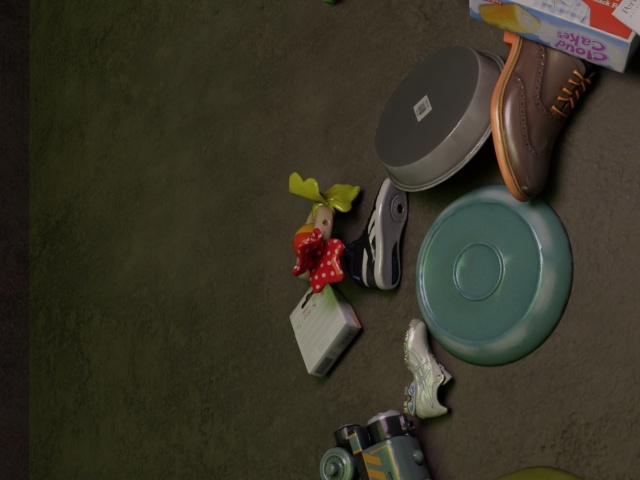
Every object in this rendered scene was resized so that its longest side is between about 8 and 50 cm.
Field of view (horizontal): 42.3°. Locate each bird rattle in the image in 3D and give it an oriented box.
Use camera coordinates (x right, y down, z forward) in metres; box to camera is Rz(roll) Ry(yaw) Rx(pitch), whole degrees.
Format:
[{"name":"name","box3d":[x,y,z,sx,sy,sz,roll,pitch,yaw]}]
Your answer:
[{"name":"bird rattle","box3d":[0.000,0.000,1.644,0.207,0.143,0.254,117,156,-59]}]

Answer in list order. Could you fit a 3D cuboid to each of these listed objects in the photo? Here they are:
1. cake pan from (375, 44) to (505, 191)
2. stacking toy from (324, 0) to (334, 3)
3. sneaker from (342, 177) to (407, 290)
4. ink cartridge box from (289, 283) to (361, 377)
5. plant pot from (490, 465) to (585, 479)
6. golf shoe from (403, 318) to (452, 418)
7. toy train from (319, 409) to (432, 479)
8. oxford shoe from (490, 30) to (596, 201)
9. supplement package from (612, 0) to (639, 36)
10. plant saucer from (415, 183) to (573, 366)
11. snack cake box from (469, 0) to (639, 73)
[{"name":"cake pan","box3d":[0.203,-0.227,1.478,0.293,0.054,0.293,-37,36,34]},{"name":"stacking toy","box3d":[0.095,-0.602,1.753,0.221,0.052,0.167,-3,77,47]},{"name":"sneaker","box3d":[0.095,-0.014,1.594,0.121,0.079,0.217,0,81,47]},{"name":"ink cartridge box","box3d":[0.006,0.168,1.688,0.145,0.045,0.179,-55,30,23]},{"name":"plant pot","box3d":[0.249,0.465,1.171,0.274,0.293,0.275,-13,71,44]},{"name":"golf shoe","box3d":[0.194,0.226,1.463,0.086,0.069,0.176,-5,82,28]},{"name":"toy train","box3d":[0.123,0.460,1.422,0.190,0.142,0.334,-33,58,27]},{"name":"oxford shoe","box3d":[0.365,-0.243,1.336,0.132,0.130,0.364,1,82,40]},{"name":"supplement package","box3d":[0.573,-0.280,1.074,0.199,0.198,0.263,-54,48,23]},{"name":"plant saucer","box3d":[0.278,0.054,1.417,0.317,0.043,0.318,-13,71,43]},{"name":"snack cake box","box3d":[0.380,-0.385,1.275,0.264,0.089,0.152,27,77,21]}]
